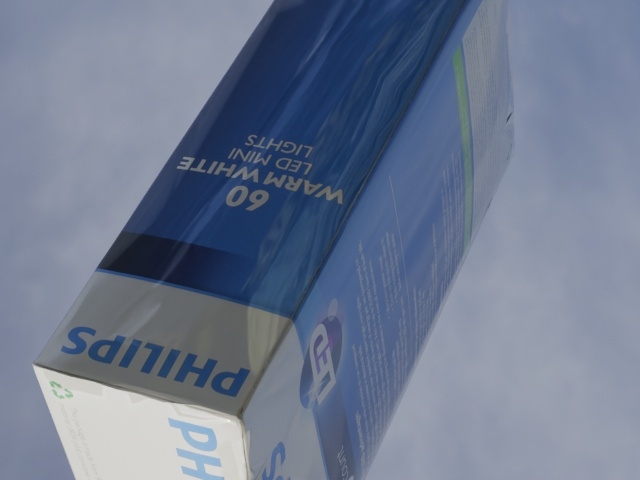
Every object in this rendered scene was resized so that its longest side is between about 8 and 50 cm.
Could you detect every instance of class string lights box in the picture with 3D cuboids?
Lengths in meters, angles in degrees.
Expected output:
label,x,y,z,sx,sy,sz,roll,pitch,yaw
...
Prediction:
label,x,y,z,sx,sy,sz,roll,pitch,yaw
string lights box,0.000,0.000,0.602,0.077,0.133,0.259,13,-131,20
